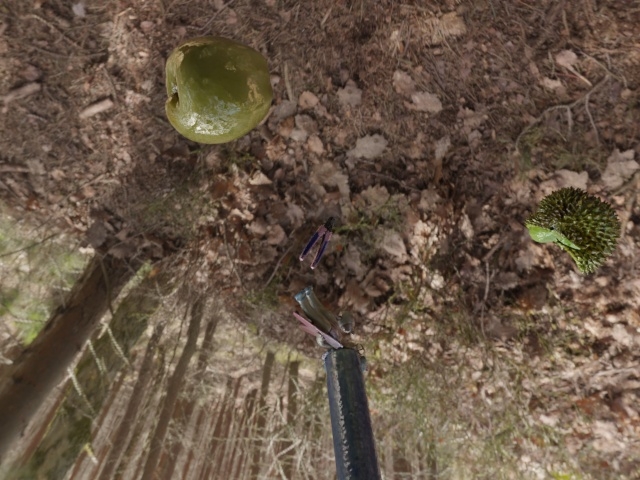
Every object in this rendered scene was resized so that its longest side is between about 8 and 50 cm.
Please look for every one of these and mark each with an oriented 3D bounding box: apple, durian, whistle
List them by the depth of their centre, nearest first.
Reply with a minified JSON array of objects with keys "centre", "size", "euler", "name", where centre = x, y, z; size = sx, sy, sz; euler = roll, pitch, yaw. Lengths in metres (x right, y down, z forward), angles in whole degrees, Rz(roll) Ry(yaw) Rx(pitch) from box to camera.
[{"centre":[0.046,0.283,0.637],"size":[0.062,0.304,0.062],"euler":[-3,132,-4],"name":"whistle"},{"centre":[-0.181,-0.263,0.832],"size":[0.200,0.200,0.199],"euler":[3,125,5],"name":"apple"},{"centre":[0.632,-0.036,1.178],"size":[0.200,0.237,0.176],"euler":[26,110,-5],"name":"durian"}]

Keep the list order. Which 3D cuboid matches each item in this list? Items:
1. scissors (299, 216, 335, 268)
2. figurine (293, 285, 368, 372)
[{"centre":[0.000,0.000,0.920],"size":[0.039,0.113,0.012],"euler":[39,156,-18],"name":"scissors"},{"centre":[0.025,0.229,1.171],"size":[0.103,0.205,0.260],"euler":[-34,87,18],"name":"figurine"}]
